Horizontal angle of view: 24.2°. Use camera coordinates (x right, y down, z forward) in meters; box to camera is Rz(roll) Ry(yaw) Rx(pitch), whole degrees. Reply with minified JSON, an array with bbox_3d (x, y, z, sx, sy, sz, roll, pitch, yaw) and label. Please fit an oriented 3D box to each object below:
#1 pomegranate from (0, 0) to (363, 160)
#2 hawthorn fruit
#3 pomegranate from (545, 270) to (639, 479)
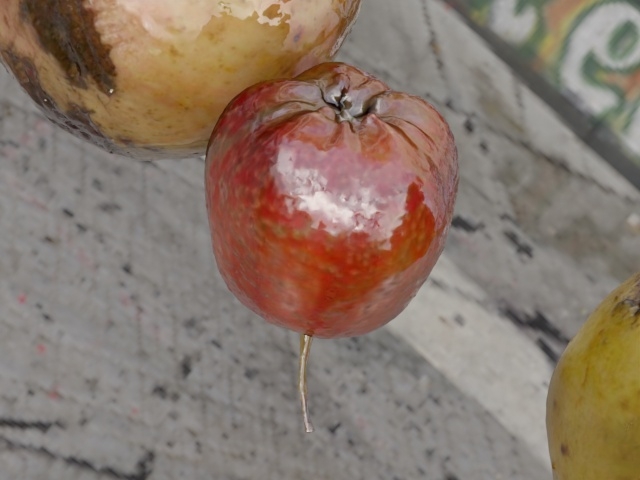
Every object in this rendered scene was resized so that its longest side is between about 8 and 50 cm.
[{"bbox_3d":[-0.107,-0.208,1.089,0.322,0.322,0.322,29,30,-19],"label":"pomegranate"},{"bbox_3d":[0.000,0.000,0.899,0.163,0.203,0.162,10,35,-7],"label":"hawthorn fruit"},{"bbox_3d":[0.251,0.114,0.818,0.260,0.260,0.260,29,30,-19],"label":"pomegranate"}]
